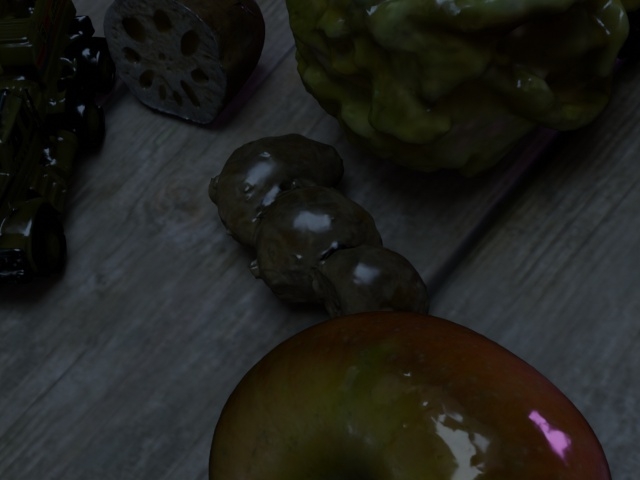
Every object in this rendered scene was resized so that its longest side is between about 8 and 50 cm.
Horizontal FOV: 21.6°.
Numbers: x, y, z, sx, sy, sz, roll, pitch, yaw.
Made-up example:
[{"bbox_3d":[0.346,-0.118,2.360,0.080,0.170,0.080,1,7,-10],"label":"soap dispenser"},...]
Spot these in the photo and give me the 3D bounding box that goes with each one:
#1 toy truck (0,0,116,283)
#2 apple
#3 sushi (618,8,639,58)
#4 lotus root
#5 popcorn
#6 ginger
[{"bbox_3d":[-0.244,-0.085,1.263,0.127,0.127,0.257,0,56,12],"label":"toy truck"},{"bbox_3d":[0.055,0.145,0.967,0.235,0.173,0.210,43,111,27],"label":"apple"},{"bbox_3d":[0.224,-0.188,1.255,0.098,0.084,0.094,-39,57,-11],"label":"sushi"},{"bbox_3d":[-0.102,-0.160,1.293,0.122,0.112,0.081,22,54,28],"label":"lotus root"},{"bbox_3d":[0.090,-0.161,1.162,0.259,0.259,0.212,31,22,31],"label":"popcorn"},{"bbox_3d":[0.000,0.000,1.164,0.104,0.080,0.204,-25,49,-14],"label":"ginger"}]
